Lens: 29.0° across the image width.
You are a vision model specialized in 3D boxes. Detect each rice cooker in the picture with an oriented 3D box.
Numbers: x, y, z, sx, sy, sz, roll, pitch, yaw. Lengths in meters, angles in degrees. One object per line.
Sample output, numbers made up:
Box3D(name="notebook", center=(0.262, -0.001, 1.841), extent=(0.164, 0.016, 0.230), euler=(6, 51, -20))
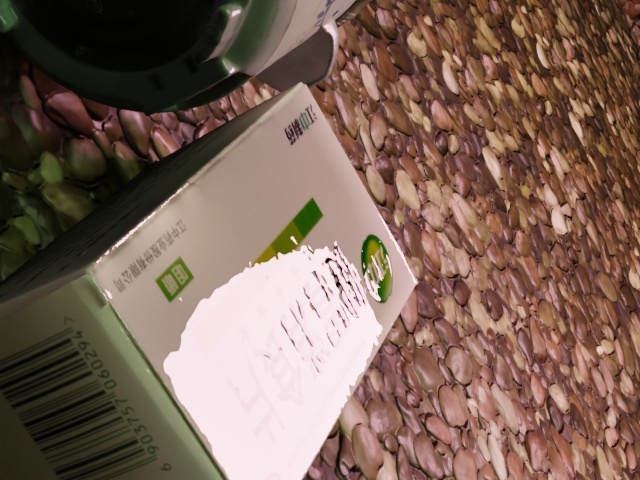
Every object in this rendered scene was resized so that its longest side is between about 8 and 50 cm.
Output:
Box3D(name="rice cooker", center=(-0.083, -0.236, 0.856), extent=(0.316, 0.264, 0.317), euler=(34, 44, -40))

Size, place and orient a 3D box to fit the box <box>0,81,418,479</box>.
Box3D(name="box", center=(-0.073, 0.045, 0.775), extent=(0.173, 0.145, 0.333), euler=(61, 28, -12))
